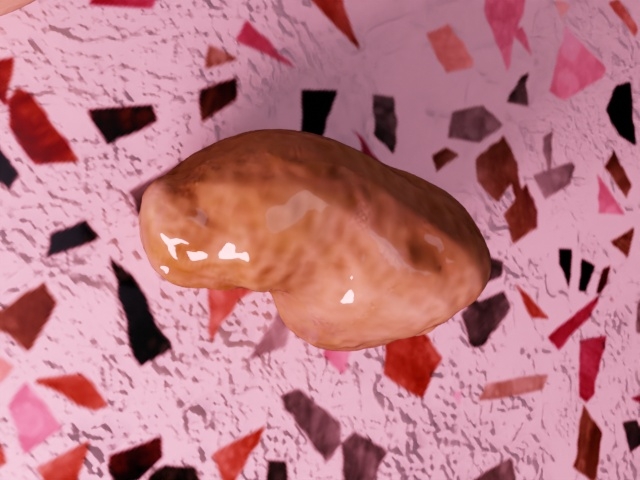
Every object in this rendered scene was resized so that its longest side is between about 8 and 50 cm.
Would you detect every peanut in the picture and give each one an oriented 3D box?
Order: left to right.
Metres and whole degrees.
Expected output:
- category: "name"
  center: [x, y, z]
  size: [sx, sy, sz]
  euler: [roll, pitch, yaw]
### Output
- category: "peanut"
  center: [0.000, 0.000, 0.693]
  size: [0.253, 0.122, 0.137]
  euler: [23, 84, -26]

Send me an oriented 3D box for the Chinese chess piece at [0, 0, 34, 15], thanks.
- category: "Chinese chess piece"
  center: [-0.230, -0.249, 0.572]
  size: [0.257, 0.104, 0.257]
  euler: [1, 88, -31]
